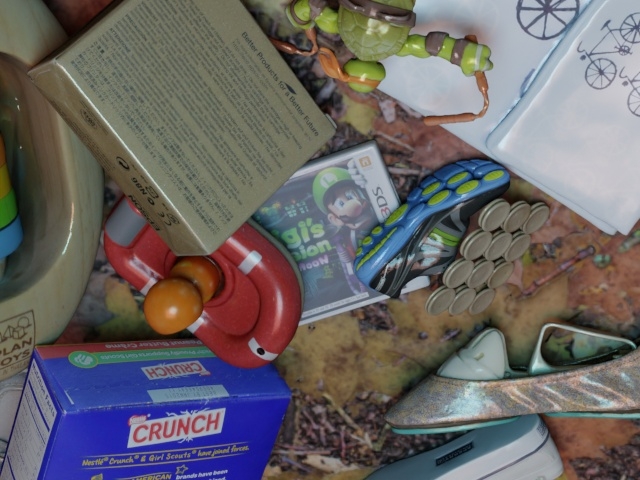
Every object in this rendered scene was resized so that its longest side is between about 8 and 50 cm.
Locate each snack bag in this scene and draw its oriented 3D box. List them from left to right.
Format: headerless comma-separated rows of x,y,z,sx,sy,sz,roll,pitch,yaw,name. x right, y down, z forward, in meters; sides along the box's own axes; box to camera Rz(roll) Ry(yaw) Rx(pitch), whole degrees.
0.247,-0.205,1.300,0.342,0.037,0.323,31,115,-9,snack bag

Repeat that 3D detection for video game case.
0.000,0.000,1.431,0.190,0.022,0.173,-18,112,14,video game case

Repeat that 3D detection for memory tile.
0.172,0.018,1.387,0.012,0.113,0.148,46,118,33,memory tile

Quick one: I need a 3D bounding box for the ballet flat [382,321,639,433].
0.221,0.142,1.447,0.315,0.107,0.106,-5,95,2,ballet flat

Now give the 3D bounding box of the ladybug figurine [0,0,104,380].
-0.368,-0.063,1.320,0.162,0.305,0.449,22,123,43,ladybug figurine

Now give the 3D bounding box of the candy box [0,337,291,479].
-0.206,0.263,1.456,0.268,0.122,0.317,1,123,-34,candy box

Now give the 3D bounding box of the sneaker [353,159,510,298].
0.119,-0.012,1.380,0.188,0.067,0.078,-41,120,13,sneaker

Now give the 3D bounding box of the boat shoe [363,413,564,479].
0.145,0.283,1.517,0.267,0.096,0.088,-29,106,9,boat shoe

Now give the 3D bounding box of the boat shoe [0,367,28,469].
-0.325,0.290,1.557,0.118,0.103,0.320,4,116,4,boat shoe

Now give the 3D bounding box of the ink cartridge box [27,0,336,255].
-0.129,-0.132,1.289,0.193,0.088,0.235,-45,109,-24,ink cartridge box

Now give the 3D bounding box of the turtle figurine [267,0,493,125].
0.048,-0.232,1.264,0.269,0.087,0.217,21,108,22,turtle figurine

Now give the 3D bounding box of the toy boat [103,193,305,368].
-0.130,0.046,1.375,0.231,0.151,0.151,39,126,-4,toy boat
